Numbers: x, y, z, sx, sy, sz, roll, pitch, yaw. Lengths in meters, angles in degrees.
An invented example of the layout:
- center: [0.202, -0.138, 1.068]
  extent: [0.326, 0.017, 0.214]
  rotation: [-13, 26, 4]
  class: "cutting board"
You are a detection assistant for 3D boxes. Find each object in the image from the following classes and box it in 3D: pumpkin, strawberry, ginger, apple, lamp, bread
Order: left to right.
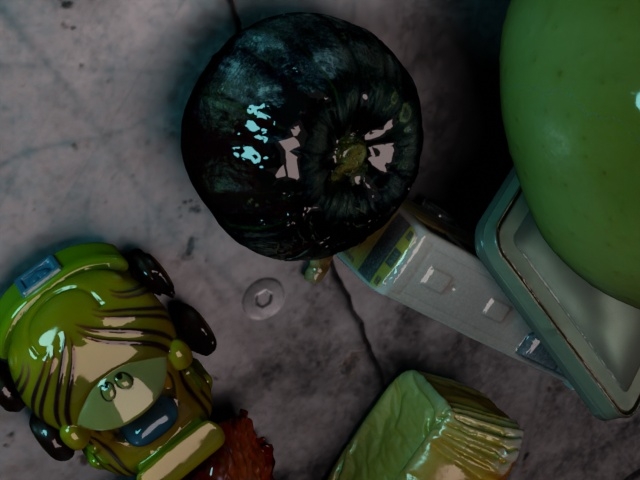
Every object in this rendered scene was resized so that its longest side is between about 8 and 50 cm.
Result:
- center: [-0.128, 0.293, 1.589]
  extent: [0.178, 0.234, 0.234]
  rotation: [-11, 126, 14]
  class: "strawberry"
- center: [-0.015, -0.092, 1.424]
  extent: [0.233, 0.163, 0.233]
  rotation: [-17, 119, -33]
  class: "pumpkin"
- center: [0.000, -0.001, 1.563]
  extent: [0.048, 0.030, 0.097]
  rotation: [11, 108, -34]
  class: "ginger"
- center: [0.089, 0.282, 1.687]
  extent: [0.119, 0.152, 0.288]
  rotation: [28, 100, -30]
  class: "bread"
- center: [0.285, 0.006, 1.599]
  extent: [0.266, 0.047, 0.269]
  rotation: [53, 51, -23]
  class: "lamp"
- center: [0.396, -0.150, 1.420]
  extent: [0.474, 0.473, 0.473]
  rotation: [-12, 120, -22]
  class: "apple"

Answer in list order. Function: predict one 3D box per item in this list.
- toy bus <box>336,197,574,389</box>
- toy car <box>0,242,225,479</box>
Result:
- center: [0.172, 0.051, 1.616]
  extent: [0.342, 0.138, 0.097]
  rotation: [27, 100, -35]
  class: "toy bus"
- center: [-0.192, 0.129, 1.459]
  extent: [0.200, 0.142, 0.248]
  rotation: [-40, 129, -5]
  class: "toy car"
